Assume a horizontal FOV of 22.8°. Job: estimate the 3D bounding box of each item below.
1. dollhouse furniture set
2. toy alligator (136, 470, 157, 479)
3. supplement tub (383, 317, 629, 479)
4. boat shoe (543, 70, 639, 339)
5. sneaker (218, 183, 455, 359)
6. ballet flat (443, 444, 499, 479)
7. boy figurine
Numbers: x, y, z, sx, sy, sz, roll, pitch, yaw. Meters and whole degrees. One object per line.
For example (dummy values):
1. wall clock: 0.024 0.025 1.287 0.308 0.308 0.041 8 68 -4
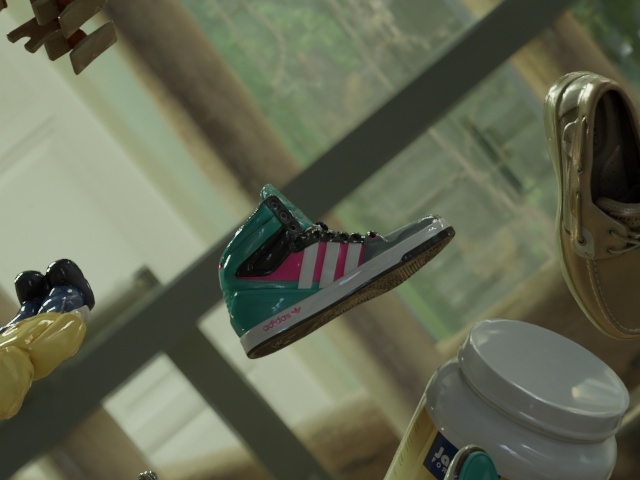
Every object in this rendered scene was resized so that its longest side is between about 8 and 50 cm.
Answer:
1. dollhouse furniture set: -0.425 -0.410 2.342 0.135 0.262 0.259 -44 -32 -26
2. toy alligator: -0.196 0.267 1.328 0.051 0.056 0.189 3 -56 -48
3. supplement tub: 0.197 0.270 1.803 0.228 0.228 0.316 -50 -16 -67
4. boat shoe: 0.349 -0.031 1.898 0.122 0.341 0.110 -21 16 -14
5. sneaker: 0.000 0.000 1.919 0.295 0.178 0.124 -28 -13 -12
6. ballet flat: 0.144 0.327 1.613 0.086 0.248 0.086 -8 7 1
7. boy figurine: -0.368 0.126 1.915 0.177 0.092 0.285 -17 18 17
